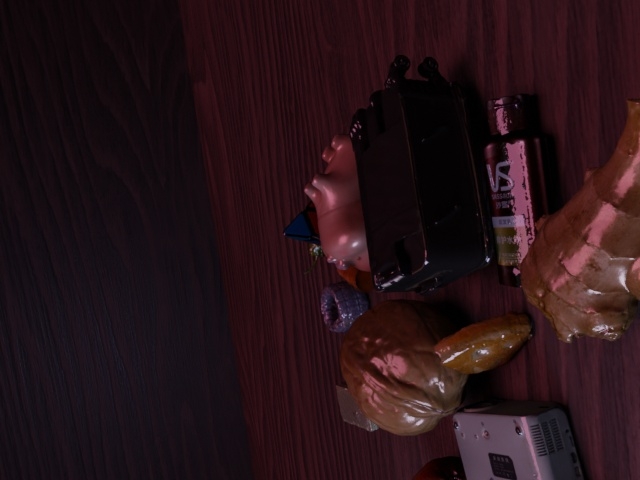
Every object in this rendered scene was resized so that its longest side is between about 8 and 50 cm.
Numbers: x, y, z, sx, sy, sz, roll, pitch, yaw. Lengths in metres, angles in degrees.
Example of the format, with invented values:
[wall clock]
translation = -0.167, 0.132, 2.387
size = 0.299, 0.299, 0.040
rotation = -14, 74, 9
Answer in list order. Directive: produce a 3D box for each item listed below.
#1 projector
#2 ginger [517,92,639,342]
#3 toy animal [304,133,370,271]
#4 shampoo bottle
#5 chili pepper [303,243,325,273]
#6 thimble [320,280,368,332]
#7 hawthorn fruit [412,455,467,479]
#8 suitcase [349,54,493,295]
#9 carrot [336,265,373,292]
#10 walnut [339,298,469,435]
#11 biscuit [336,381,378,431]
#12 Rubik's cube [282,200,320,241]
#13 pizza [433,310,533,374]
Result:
[projector]
translation = 0.370, 0.413, 1.197
size = 0.250, 0.108, 0.198
rotation = 152, 107, -66
[ginger]
translation = 0.415, -0.006, 0.859
size = 0.376, 0.166, 0.236
rotation = 100, 159, -50
[toy animal]
translation = 0.093, -0.085, 1.475
size = 0.326, 0.269, 0.237
rotation = -67, 7, -17
[shampoo bottle]
translation = 0.342, -0.084, 1.081
size = 0.129, 0.084, 0.323
rotation = 2, 101, 64
[chili pepper]
translation = -0.002, -0.001, 1.907
size = 0.072, 0.073, 0.204
rotation = -111, 30, -66
[thimble]
translation = 0.068, 0.189, 1.795
size = 0.150, 0.097, 0.150
rotation = 170, 90, -67
[hawthorn fruit]
translation = 0.280, 0.574, 1.408
size = 0.188, 0.169, 0.169
rotation = 106, 145, -51
[suitcase]
translation = 0.187, -0.106, 1.239
size = 0.283, 0.194, 0.434
rotation = 134, 133, -65
[carrot]
translation = 0.086, 0.088, 1.750
size = 0.205, 0.072, 0.072
rotation = -156, 59, -65
[walnut]
translation = 0.184, 0.271, 1.364
size = 0.252, 0.277, 0.313
rotation = 48, 180, -32
[biscuit]
translation = 0.107, 0.504, 1.912
size = 0.199, 0.040, 0.121
rotation = -14, 89, 66
[Rubik's cube]
translation = 0.029, -0.102, 1.698
size = 0.284, 0.249, 0.234
rotation = 177, 102, -71
[pizza]
translation = 0.325, 0.202, 1.208
size = 0.161, 0.182, 0.062
rotation = 47, -163, -40
